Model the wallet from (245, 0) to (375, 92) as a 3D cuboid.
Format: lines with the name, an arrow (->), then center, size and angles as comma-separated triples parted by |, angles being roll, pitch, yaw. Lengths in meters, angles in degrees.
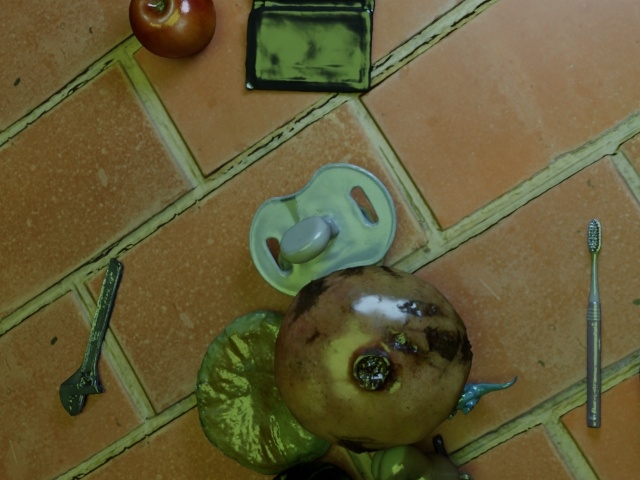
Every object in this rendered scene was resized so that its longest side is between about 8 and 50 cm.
wallet -> -0.019, -0.436, 1.563 | 0.247, 0.041, 0.323 | 4, 94, 16

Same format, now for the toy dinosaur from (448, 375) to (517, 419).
toy dinosaur -> 0.246, 0.273, 1.469 | 0.197, 0.080, 0.045 | -25, 89, 18

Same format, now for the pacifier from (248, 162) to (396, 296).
pacifier -> 0.000, 0.000, 1.471 | 0.278, 0.207, 0.228 | -31, 87, 13

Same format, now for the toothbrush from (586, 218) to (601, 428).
toothbrush -> 0.462, 0.141, 1.438 | 0.024, 0.029, 0.354 | 0, 90, 28

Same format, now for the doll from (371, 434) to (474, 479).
doll -> 0.180, 0.498, 1.426 | 0.174, 0.235, 0.330 | -1, 78, -12

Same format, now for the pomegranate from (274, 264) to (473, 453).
pomegranate -> 0.084, 0.191, 1.384 | 0.321, 0.322, 0.322 | 0, 90, 15

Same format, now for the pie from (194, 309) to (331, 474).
pie -> -0.100, 0.286, 1.566 | 0.306, 0.071, 0.307 | 0, 90, 18

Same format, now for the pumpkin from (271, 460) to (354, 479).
pumpkin -> -0.010, 0.496, 1.481 | 0.220, 0.161, 0.221 | 11, 106, 39

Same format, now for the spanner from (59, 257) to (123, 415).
spanner -> -0.446, 0.193, 1.685 | 0.093, 0.026, 0.326 | 16, 92, 15

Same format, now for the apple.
apple -> -0.276, -0.417, 1.581 | 0.163, 0.139, 0.164 | 0, 92, 17
